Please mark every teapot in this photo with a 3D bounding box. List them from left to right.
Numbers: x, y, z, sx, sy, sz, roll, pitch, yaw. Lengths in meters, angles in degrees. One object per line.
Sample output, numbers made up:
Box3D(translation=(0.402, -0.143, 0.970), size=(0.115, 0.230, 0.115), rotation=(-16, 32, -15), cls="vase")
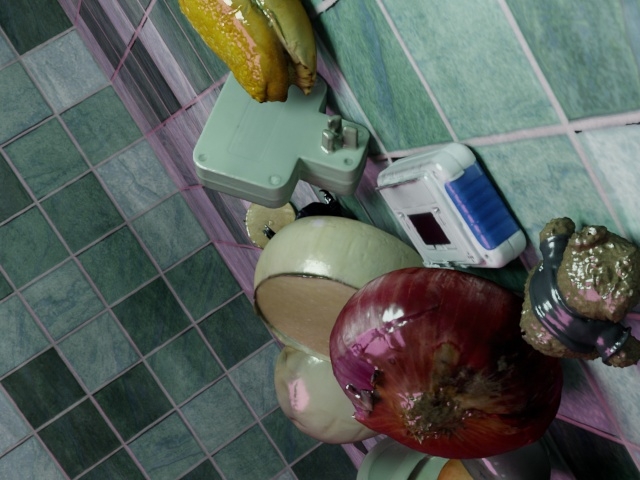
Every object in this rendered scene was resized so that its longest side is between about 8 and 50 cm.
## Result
Box3D(translation=(0.333, 0.383, 1.554), size=(0.193, 0.129, 0.294), rotation=(36, 158, 54), cls="teapot")

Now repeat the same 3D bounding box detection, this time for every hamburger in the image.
Box3D(translation=(-0.098, -0.346, 1.312), size=(0.283, 0.144, 0.156), rotation=(51, 159, 2), cls="hamburger")

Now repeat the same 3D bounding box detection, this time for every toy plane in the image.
Box3D(translation=(0.000, 0.000, 1.760), size=(0.106, 0.155, 0.381), rotation=(51, -178, 16), cls="toy plane")

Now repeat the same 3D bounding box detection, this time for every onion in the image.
Box3D(translation=(0.193, 0.161, 1.294), size=(0.347, 0.285, 0.348), rotation=(11, 131, 12), cls="onion")

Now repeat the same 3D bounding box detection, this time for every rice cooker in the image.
Box3D(translation=(0.237, 0.634, 2.124), size=(0.288, 0.288, 0.277), rotation=(41, 162, 46), cls="rice cooker")

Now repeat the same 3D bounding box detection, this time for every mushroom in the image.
Box3D(translation=(0.076, 0.309, 1.932), size=(0.356, 0.315, 0.315), rotation=(15, -155, -51), cls="mushroom")

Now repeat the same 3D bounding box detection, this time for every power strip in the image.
Box3D(translation=(-0.052, -0.174, 1.401), size=(0.261, 0.229, 0.141), rotation=(18, 157, 8), cls="power strip")

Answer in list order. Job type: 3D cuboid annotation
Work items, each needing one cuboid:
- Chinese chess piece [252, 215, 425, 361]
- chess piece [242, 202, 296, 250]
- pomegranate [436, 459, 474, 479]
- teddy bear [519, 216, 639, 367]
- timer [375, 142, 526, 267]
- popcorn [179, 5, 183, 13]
Box3D(translation=(0.044, 0.100, 1.554), size=(0.338, 0.140, 0.338), rotation=(15, 147, 10), cls="Chinese chess piece")
Box3D(translation=(-0.119, -0.032, 2.189), size=(0.137, 0.137, 0.301), rotation=(55, 177, 4), cls="chess piece")
Box3D(translation=(0.328, 0.520, 1.756), size=(0.191, 0.191, 0.191), rotation=(51, 165, 19), cls="pomegranate")
Box3D(translation=(0.289, 0.075, 0.980), size=(0.182, 0.129, 0.251), rotation=(49, 165, 19), cls="teddy bear")
Box3D(translation=(0.172, -0.039, 1.225), size=(0.178, 0.078, 0.253), rotation=(57, 166, -7), cls="timer")
Box3D(translation=(-0.215, -0.450, 1.625), size=(0.084, 0.084, 0.084), rotation=(51, 165, 19), cls="popcorn")
